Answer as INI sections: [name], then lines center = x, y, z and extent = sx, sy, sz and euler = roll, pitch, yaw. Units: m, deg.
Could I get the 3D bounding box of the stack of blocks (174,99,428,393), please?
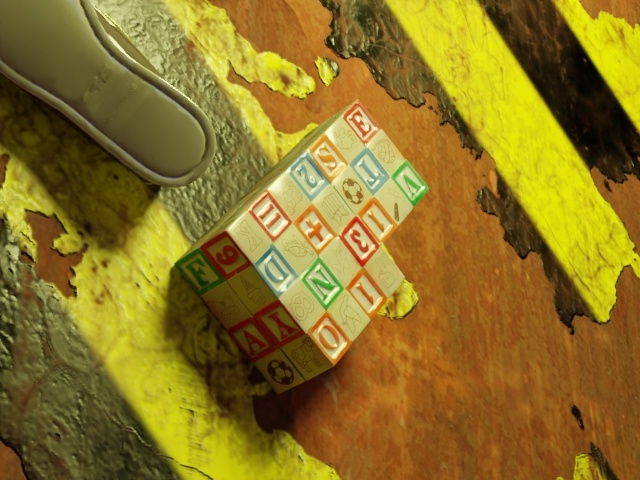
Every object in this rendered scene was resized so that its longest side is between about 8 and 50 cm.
[stack of blocks]
center = 0.000, 0.000, 1.612
extent = 0.171, 0.087, 0.297
euler = 52, 41, -9

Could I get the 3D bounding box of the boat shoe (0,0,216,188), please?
[boat shoe]
center = -0.236, -0.175, 1.476
extent = 0.324, 0.097, 0.116
euler = 42, 84, -14
